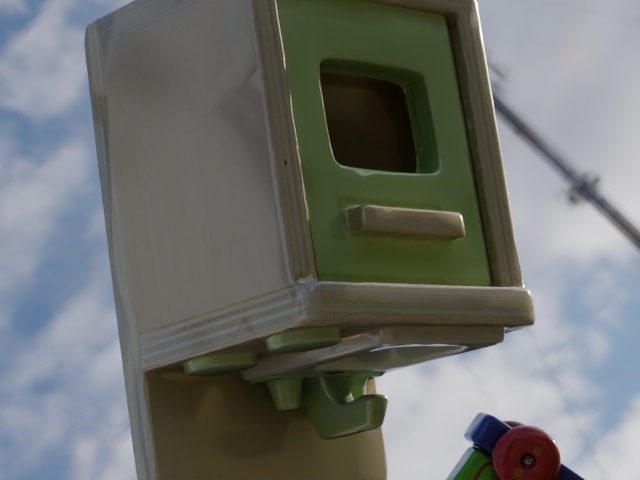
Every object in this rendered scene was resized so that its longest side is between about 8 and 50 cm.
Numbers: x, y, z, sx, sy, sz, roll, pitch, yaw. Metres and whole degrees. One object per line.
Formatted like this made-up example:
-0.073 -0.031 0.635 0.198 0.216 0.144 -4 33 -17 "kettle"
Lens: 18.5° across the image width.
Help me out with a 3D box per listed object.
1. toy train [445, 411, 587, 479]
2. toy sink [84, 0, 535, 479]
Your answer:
0.170 0.229 1.237 0.143 0.248 0.105 -55 0 -3 "toy train"
0.000 0.000 0.905 0.153 0.234 0.131 4 -16 -43 "toy sink"
